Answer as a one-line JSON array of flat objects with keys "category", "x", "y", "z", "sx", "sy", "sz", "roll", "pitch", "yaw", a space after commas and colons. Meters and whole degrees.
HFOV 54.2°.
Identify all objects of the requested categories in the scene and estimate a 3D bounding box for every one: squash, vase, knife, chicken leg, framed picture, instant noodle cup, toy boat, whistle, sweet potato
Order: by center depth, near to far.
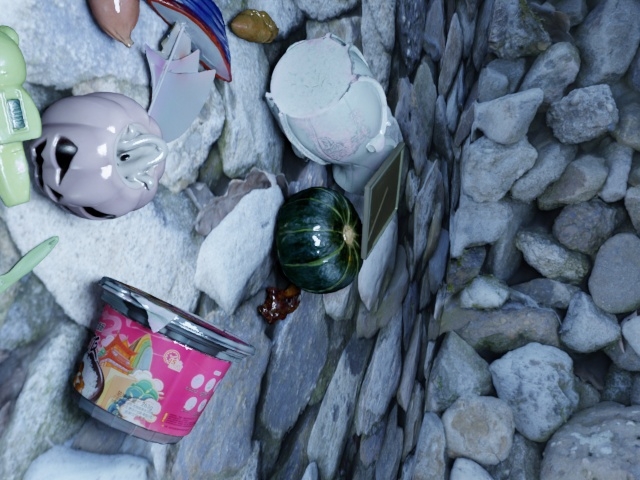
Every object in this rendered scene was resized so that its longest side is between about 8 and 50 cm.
[{"category": "whistle", "x": -0.387, "y": -0.153, "z": 0.744, "sx": 0.105, "sy": 0.085, "sz": 0.227, "roll": -34, "pitch": 124, "yaw": -57}, {"category": "knife", "x": -0.413, "y": 0.055, "z": 0.810, "sx": 0.207, "sy": 0.014, "sz": 0.030, "roll": -56, "pitch": 144, "yaw": -43}, {"category": "instant noodle cup", "x": -0.249, "y": 0.188, "z": 0.938, "sx": 0.302, "sy": 0.258, "sz": 0.181, "roll": 35, "pitch": 77, "yaw": -46}, {"category": "toy boat", "x": -0.226, "y": -0.271, "z": 1.071, "sx": 0.219, "sy": 0.072, "sz": 0.318, "roll": -7, "pitch": 104, "yaw": -60}, {"category": "sweet potato", "x": -0.122, "y": -0.428, "z": 1.257, "sx": 0.068, "sy": 0.060, "sz": 0.206, "roll": -56, "pitch": 173, "yaw": 20}, {"category": "squash", "x": 0.000, "y": 0.000, "z": 1.443, "sx": 0.252, "sy": 0.165, "sz": 0.252, "roll": 20, "pitch": 66, "yaw": -56}, {"category": "chicken leg", "x": -0.079, "y": 0.131, "z": 1.454, "sx": 0.219, "sy": 0.048, "sz": 0.089, "roll": -32, "pitch": 122, "yaw": -59}, {"category": "vase", "x": 0.050, "y": -0.266, "z": 1.457, "sx": 0.445, "sy": 0.250, "sz": 0.250, "roll": 42, "pitch": 57, "yaw": -63}, {"category": "framed picture", "x": 0.148, "y": -0.096, "z": 1.472, "sx": 0.265, "sy": 0.018, "sz": 0.192, "roll": -52, "pitch": 149, "yaw": -52}]

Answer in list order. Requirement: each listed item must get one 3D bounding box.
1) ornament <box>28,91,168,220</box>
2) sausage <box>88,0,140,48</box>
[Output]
[{"category": "ornament", "x": -0.293, "y": -0.114, "z": 0.852, "sx": 0.177, "sy": 0.178, "sz": 0.177, "roll": -20, "pitch": 112, "yaw": -61}, {"category": "sausage", "x": -0.297, "y": -0.493, "z": 0.869, "sx": 0.088, "sy": 0.088, "sz": 0.433, "roll": -21, "pitch": 113, "yaw": -61}]
